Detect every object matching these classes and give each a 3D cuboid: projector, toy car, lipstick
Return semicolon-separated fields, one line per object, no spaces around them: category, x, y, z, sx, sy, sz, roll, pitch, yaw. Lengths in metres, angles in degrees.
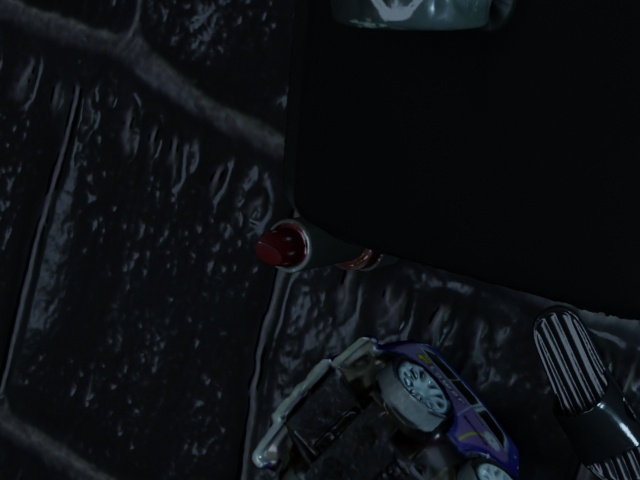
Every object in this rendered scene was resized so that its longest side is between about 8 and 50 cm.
projector;0.192;-0.168;1.256;0.405;0.242;0.395;15;105;44
toy car;0.081;0.193;1.435;0.235;0.158;0.172;49;117;16
lipstick;-0.001;0.001;1.447;0.063;0.186;0.057;35;112;24

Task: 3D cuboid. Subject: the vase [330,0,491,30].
vase;0.056;-0.286;1.124;0.251;0.156;0.300;-146;56;-71

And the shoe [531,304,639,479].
shoe;0.207;0.126;1.417;0.062;0.053;0.159;-30;77;26
